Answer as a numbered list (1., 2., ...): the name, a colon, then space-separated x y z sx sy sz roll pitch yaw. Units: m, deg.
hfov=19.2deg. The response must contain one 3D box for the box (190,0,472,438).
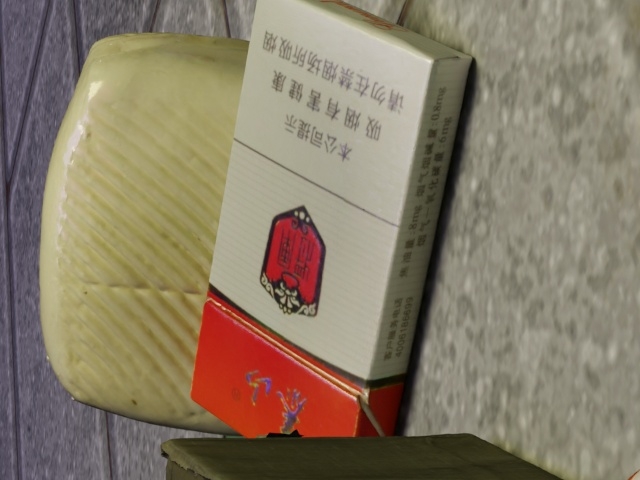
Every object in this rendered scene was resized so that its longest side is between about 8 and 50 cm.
1. box: 0.000 0.000 0.989 0.139 0.035 0.245 31 117 41

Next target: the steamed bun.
1. steamed bun: -0.076 -0.012 1.133 0.152 0.169 0.239 -77 -5 -73

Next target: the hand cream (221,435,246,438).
1. hand cream: -0.049 0.175 1.182 0.095 0.046 0.175 110 159 -50

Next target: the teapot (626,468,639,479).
1. teapot: 0.124 0.072 0.396 0.159 0.245 0.116 16 -117 -71

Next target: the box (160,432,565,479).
1. box: 0.032 0.167 0.736 0.231 0.155 0.149 -164 76 -72

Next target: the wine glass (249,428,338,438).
1. wine glass: -0.048 0.232 1.007 0.321 0.143 0.143 118 151 -53
